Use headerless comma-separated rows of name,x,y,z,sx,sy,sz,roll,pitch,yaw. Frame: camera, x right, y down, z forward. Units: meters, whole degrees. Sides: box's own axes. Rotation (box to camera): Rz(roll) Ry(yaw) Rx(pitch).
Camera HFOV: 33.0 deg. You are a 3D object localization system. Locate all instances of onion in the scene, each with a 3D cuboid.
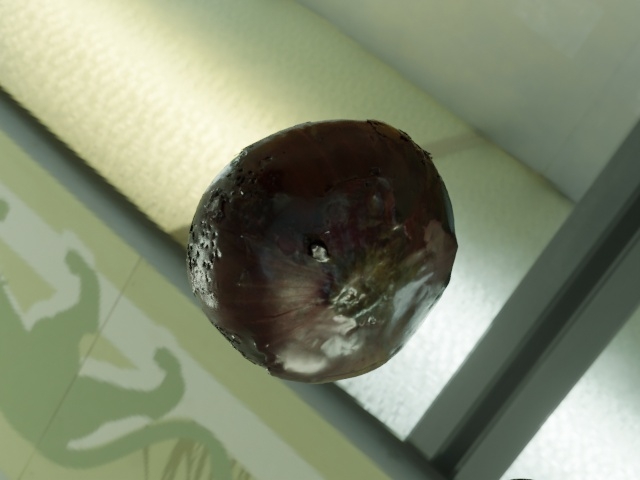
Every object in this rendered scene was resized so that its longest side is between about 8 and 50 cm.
onion,0.000,0.000,0.974,0.252,0.252,0.219,21,-160,-25

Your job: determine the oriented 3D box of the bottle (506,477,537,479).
bottle,0.144,0.216,0.509,0.244,0.072,0.082,51,-173,-24
